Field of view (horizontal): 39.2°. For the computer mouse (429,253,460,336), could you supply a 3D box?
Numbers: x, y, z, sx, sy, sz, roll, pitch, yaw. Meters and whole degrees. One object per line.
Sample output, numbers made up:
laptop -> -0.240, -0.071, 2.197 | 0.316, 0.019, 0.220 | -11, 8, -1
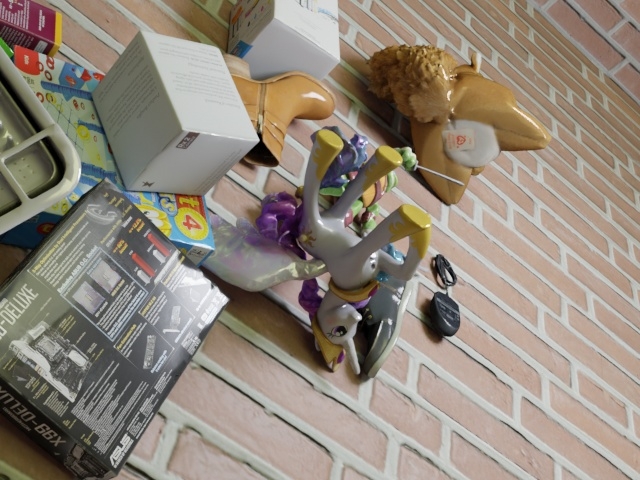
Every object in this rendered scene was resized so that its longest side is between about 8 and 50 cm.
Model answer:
computer mouse -> 0.244, 0.111, 1.814 | 0.071, 0.041, 0.242 | 35, 31, -16

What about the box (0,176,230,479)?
box -> -0.280, 0.107, 1.128 | 0.242, 0.076, 0.307 | 46, 46, -18

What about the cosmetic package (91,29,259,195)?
cosmetic package -> -0.217, -0.184, 1.331 | 0.151, 0.151, 0.183 | 1, 58, -48

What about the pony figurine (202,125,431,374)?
pony figurine -> 0.000, 0.000, 1.437 | 0.351, 0.363, 0.303 | 44, 39, 21

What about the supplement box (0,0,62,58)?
supplement box -> -0.498, -0.321, 1.348 | 0.188, 0.104, 0.081 | 20, 44, -35

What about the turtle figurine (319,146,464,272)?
turtle figurine -> 0.116, -0.074, 1.704 | 0.266, 0.198, 0.274 | -18, 67, -49

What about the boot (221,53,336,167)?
boot -> -0.082, -0.233, 1.709 | 0.283, 0.109, 0.220 | 19, 43, -33

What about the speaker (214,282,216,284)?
speaker -> -0.215, 0.087, 1.316 | 0.136, 0.055, 0.055 | 3, 56, -45

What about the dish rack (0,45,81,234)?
dish rack -> -0.494, -0.127, 1.119 | 0.285, 0.072, 0.333 | -34, 83, -22

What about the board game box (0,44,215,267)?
board game box -> -0.329, -0.115, 1.354 | 0.302, 0.086, 0.308 | 14, 48, -39

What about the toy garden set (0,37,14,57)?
toy garden set -> -0.572, -0.276, 1.204 | 0.204, 0.049, 0.244 | -54, 130, -22

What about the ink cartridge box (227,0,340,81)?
ink cartridge box -> -0.077, -0.426, 1.844 | 0.168, 0.171, 0.232 | 28, 40, -28

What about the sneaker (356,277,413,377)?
sneaker -> 0.080, 0.138, 1.586 | 0.118, 0.083, 0.222 | 25, 45, -2

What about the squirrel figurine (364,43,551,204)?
squirrel figurine -> 0.304, -0.342, 2.105 | 0.397, 0.281, 0.370 | 39, 30, -18
